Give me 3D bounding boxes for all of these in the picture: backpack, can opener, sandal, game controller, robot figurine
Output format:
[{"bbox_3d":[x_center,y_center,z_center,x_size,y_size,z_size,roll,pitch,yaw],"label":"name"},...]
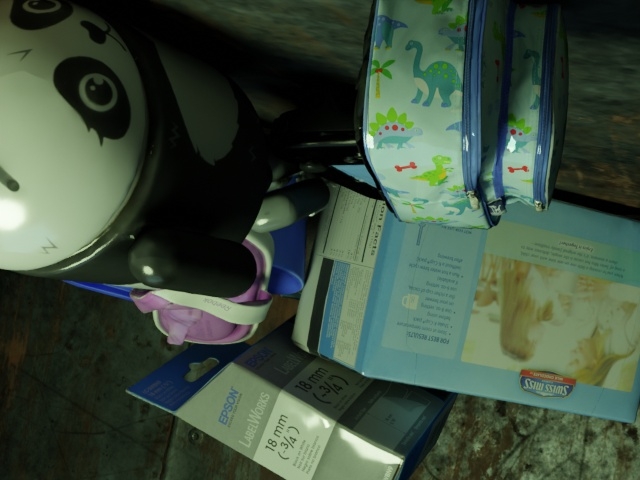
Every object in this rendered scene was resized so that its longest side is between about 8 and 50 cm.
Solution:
[{"bbox_3d":[0.062,-0.063,0.466,0.084,0.105,0.114,2,168,17],"label":"backpack"},{"bbox_3d":[-0.035,-0.049,0.980,0.093,0.074,0.280,-18,-176,8],"label":"can opener"},{"bbox_3d":[-0.123,0.059,1.132,0.169,0.102,0.416,-3,160,5],"label":"sandal"},{"bbox_3d":[0.082,-0.062,0.901,0.166,0.067,0.319,10,179,20],"label":"game controller"},{"bbox_3d":[-0.140,-0.058,0.724,0.209,0.174,0.278,5,176,26],"label":"robot figurine"}]

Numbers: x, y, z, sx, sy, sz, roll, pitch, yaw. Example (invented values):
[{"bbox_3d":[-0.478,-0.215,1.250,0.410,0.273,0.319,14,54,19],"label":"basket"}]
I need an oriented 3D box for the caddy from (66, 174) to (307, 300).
[{"bbox_3d":[-0.160,-0.040,1.272,0.241,0.179,0.341,-17,155,36],"label":"caddy"}]

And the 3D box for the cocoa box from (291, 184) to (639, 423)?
[{"bbox_3d":[0.181,0.055,1.260,0.347,0.232,0.228,12,179,-20],"label":"cocoa box"}]

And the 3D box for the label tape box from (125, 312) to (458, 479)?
[{"bbox_3d":[-0.025,0.175,1.332,0.333,0.106,0.240,26,-158,14],"label":"label tape box"}]

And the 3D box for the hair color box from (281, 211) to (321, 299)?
[{"bbox_3d":[0.102,0.019,1.549,0.105,0.174,0.347,8,177,38],"label":"hair color box"}]
